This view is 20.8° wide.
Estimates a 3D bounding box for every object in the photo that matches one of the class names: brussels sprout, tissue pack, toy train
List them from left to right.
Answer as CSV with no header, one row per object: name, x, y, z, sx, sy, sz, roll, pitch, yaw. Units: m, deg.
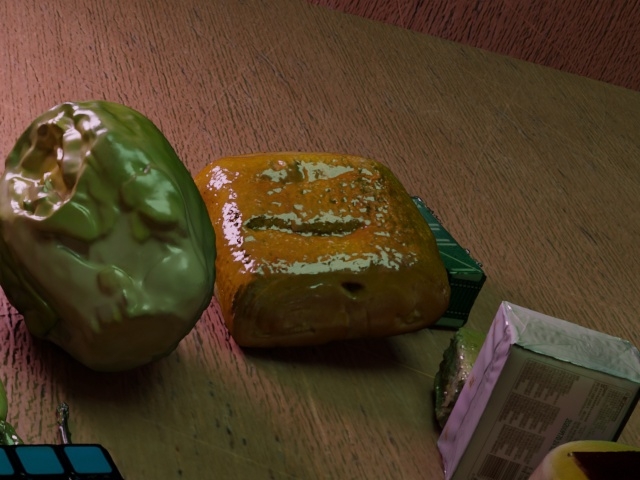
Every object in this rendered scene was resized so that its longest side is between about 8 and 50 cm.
brussels sprout,-0.265,-0.001,2.085,0.268,0.344,0.344,-20,34,-4
toy train,0.126,0.023,2.576,0.154,0.115,0.269,1,30,-29
tissue pack,0.273,0.215,2.165,0.185,0.225,0.124,17,25,-11

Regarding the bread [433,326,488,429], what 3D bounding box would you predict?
bread,0.250,0.210,2.307,0.196,0.102,0.138,19,27,-14

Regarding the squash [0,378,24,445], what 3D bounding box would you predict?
squash,-0.403,0.141,1.872,0.137,0.137,0.287,2,33,-38

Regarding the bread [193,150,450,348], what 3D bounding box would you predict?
bread,0.001,-0.006,2.373,0.328,0.148,0.337,-3,40,-14

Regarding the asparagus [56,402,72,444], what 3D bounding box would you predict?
asparagus,-0.283,0.220,1.939,0.018,0.015,0.127,21,23,-25

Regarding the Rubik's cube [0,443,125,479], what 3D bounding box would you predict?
Rubik's cube,-0.265,0.297,1.619,0.161,0.163,0.162,4,34,-35

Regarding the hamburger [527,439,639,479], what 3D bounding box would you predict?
hamburger,0.351,0.361,2.000,0.302,0.170,0.302,14,23,-6
